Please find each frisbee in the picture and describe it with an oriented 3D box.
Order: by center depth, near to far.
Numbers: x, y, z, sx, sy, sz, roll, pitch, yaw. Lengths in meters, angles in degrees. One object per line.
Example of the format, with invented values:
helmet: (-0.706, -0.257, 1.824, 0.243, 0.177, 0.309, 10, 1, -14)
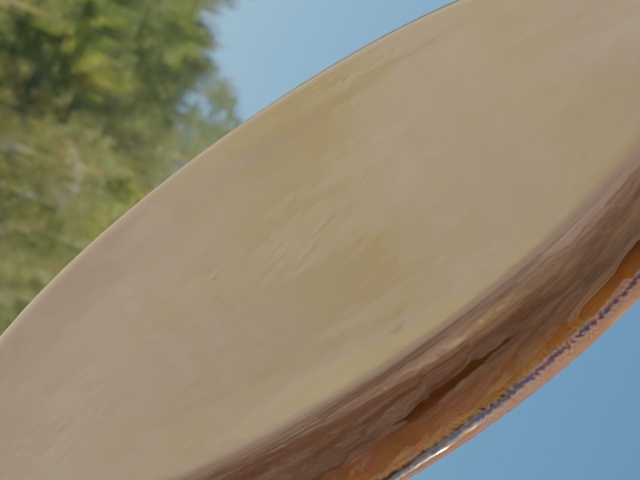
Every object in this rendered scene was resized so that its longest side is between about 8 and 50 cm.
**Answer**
frisbee: (0.000, 0.000, 0.457, 0.250, 0.021, 0.251, -30, -162, 11)
